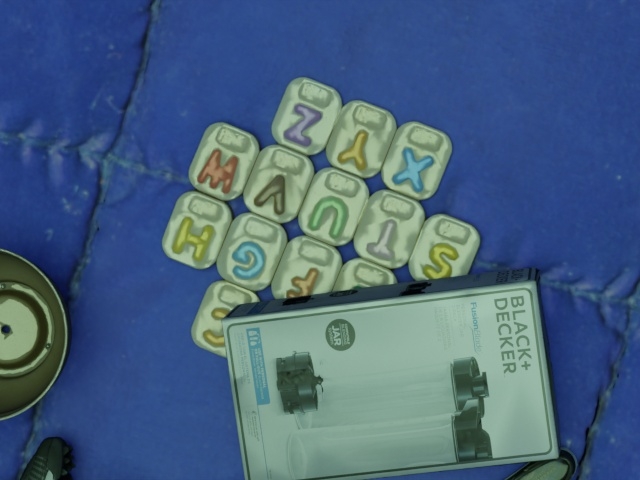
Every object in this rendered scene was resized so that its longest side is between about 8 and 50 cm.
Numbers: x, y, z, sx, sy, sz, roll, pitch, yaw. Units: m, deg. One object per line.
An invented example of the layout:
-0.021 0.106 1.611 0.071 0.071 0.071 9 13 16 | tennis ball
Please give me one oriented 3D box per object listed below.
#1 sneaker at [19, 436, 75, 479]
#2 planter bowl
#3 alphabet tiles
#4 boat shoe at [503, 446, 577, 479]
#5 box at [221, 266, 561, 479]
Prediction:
-0.308 0.289 1.845 0.106 0.078 0.234 19 94 3 | sneaker
-0.304 0.085 1.830 0.162 0.109 0.162 0 90 6 | planter bowl
0.000 0.000 1.845 0.284 0.021 0.278 23 92 5 | alphabet tiles
0.179 0.242 1.816 0.142 0.040 0.049 -42 86 4 | boat shoe
0.067 0.126 1.786 0.290 0.087 0.169 -6 95 8 | box
